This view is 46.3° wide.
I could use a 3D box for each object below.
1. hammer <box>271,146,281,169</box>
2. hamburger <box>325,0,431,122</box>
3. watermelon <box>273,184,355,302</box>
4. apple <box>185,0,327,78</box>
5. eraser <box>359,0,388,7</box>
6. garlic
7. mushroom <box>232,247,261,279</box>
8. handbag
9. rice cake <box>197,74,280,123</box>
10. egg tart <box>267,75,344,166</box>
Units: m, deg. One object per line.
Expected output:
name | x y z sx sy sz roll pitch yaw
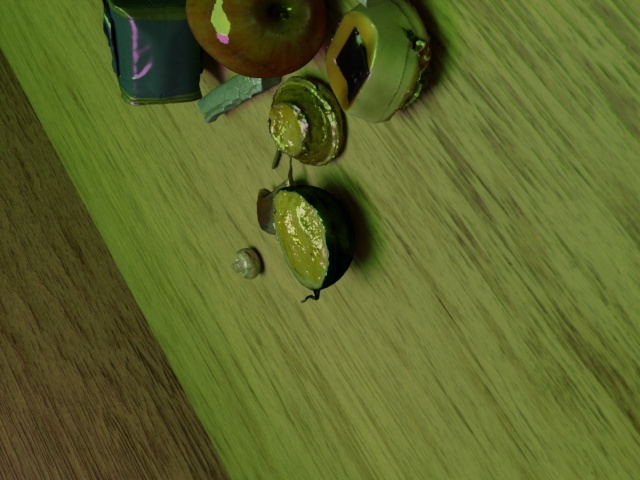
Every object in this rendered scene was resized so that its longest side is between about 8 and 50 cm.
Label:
hammer | -0.075 -0.204 1.587 0.060 0.028 0.195 50 151 17
hamburger | 0.090 -0.278 1.165 0.173 0.116 0.210 68 157 17
watermelon | -0.002 -0.007 1.485 0.204 0.127 0.232 -24 88 61
apple | -0.112 -0.405 1.312 0.241 0.242 0.242 -141 38 -61
eraser | 0.035 -0.466 1.099 0.287 0.130 0.086 51 150 26
garlic | -0.082 -0.085 1.618 0.198 0.090 0.128 134 122 -64
mushroom | -0.190 0.061 1.917 0.083 0.067 0.083 48 153 34
handbag | -0.372 -0.464 1.678 0.263 0.222 0.241 -116 25 -45
rice cake | -0.183 -0.324 1.636 0.336 0.066 0.063 -9 111 62
egg tart | -0.040 -0.221 1.435 0.191 0.074 0.191 30 134 36
